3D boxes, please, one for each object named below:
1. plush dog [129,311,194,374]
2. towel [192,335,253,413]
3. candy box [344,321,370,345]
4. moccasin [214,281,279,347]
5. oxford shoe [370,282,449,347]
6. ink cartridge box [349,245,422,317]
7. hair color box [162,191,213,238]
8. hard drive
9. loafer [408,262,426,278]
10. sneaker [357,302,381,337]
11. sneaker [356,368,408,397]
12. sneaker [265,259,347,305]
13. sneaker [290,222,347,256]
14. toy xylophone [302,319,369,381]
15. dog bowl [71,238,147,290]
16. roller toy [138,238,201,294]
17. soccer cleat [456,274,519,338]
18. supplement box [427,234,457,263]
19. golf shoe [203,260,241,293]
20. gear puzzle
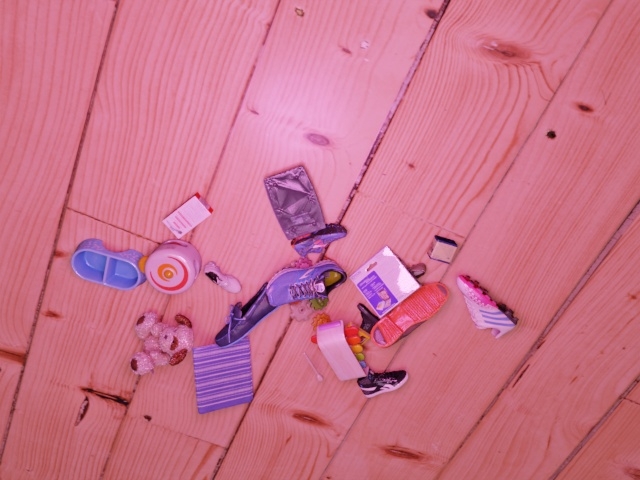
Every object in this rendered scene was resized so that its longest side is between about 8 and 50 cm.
[{"bbox_3d":[-0.617,0.423,1.934,0.226,0.262,0.210,-16,144,17],"label":"plush dog"},{"bbox_3d":[-0.411,0.574,2.024,0.244,0.040,0.335,-8,112,-22],"label":"towel"},{"bbox_3d":[0.104,0.428,1.987,0.105,0.027,0.206,36,122,-10],"label":"candy box"},{"bbox_3d":[-0.304,0.286,1.913,0.342,0.137,0.117,-42,116,1],"label":"moccasin"},{"bbox_3d":[0.361,0.301,1.926,0.364,0.132,0.130,-35,66,1],"label":"oxford shoe"},{"bbox_3d":[0.253,0.160,1.869,0.206,0.045,0.208,-42,75,16],"label":"ink cartridge box"},{"bbox_3d":[-0.499,-0.094,1.794,0.167,0.053,0.093,-35,109,12],"label":"hair color box"},{"bbox_3d":[-0.094,-0.141,1.770,0.172,0.054,0.254,-19,110,7],"label":"hard drive"},{"bbox_3d":[0.351,0.138,1.879,0.148,0.050,0.056,-32,107,11],"label":"loafer"},{"bbox_3d":[0.191,0.338,1.961,0.170,0.051,0.089,41,103,-17],"label":"sneaker"},{"bbox_3d":[0.258,0.589,2.045,0.217,0.079,0.121,-29,110,13],"label":"sneaker"},{"bbox_3d":[-0.048,0.161,1.776,0.330,0.147,0.129,-21,107,-22],"label":"sneaker"},{"bbox_3d":[0.000,0.000,1.823,0.221,0.083,0.087,-17,124,13],"label":"sneaker"},{"bbox_3d":[0.065,0.470,1.951,0.237,0.081,0.322,-10,124,13],"label":"toy xylophone"},{"bbox_3d":[-0.826,0.102,1.864,0.298,0.074,0.165,17,111,-7],"label":"dog bowl"},{"bbox_3d":[-0.565,0.101,1.822,0.191,0.146,0.209,-38,106,14],"label":"roller toy"},{"bbox_3d":[0.639,0.274,1.896,0.331,0.116,0.143,38,107,-14],"label":"soccer cleat"},{"bbox_3d":[0.469,0.035,1.834,0.083,0.056,0.083,16,111,-6],"label":"supplement box"},{"bbox_3d":[-0.391,0.162,1.878,0.176,0.086,0.069,37,106,-15],"label":"golf shoe"},{"bbox_3d":[-0.053,0.237,1.892,0.176,0.044,0.338,-30,111,-15],"label":"gear puzzle"}]
